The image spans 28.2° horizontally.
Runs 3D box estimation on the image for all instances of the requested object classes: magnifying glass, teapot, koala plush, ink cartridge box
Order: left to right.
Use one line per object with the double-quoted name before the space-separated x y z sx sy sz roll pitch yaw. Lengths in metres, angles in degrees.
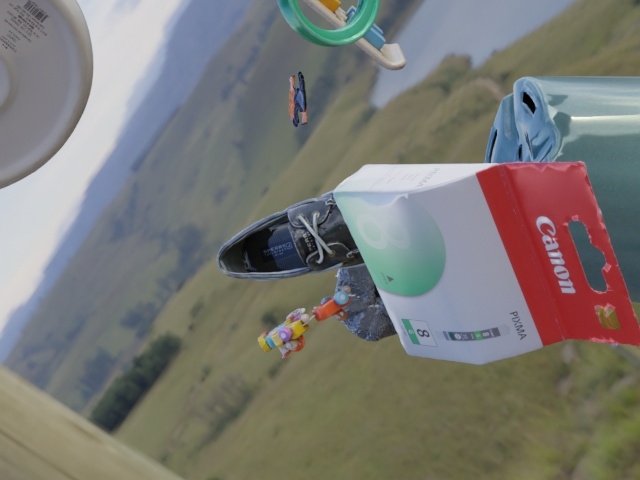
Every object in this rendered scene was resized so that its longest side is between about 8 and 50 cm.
"teapot" -0.336 -0.175 1.122 0.187 0.252 0.256 46 138 48
"magnifying glass" -0.029 -0.259 1.043 0.092 0.231 0.026 -47 26 -20
"koala plush" 0.111 0.080 2.475 0.221 0.196 0.203 -85 11 -82
"ink cartridge box" 0.135 0.023 1.045 0.224 0.181 0.056 4 38 46

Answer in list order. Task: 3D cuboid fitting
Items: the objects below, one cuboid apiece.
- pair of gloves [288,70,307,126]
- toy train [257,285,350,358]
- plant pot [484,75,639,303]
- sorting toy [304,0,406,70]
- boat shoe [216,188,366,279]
"pair of gloves" -0.033 -0.198 1.793 0.083 0.010 0.074 -176 83 -75
"toy train" -0.019 0.123 1.823 0.125 0.046 0.166 -33 2 -30
"plant pot" 0.392 -0.063 1.569 0.341 0.334 0.341 -175 90 -81
"sorting toy" 0.025 -0.306 1.705 0.038 0.208 0.193 -54 9 13
"boat shoe" 0.000 0.000 1.775 0.335 0.121 0.119 -23 -1 35
